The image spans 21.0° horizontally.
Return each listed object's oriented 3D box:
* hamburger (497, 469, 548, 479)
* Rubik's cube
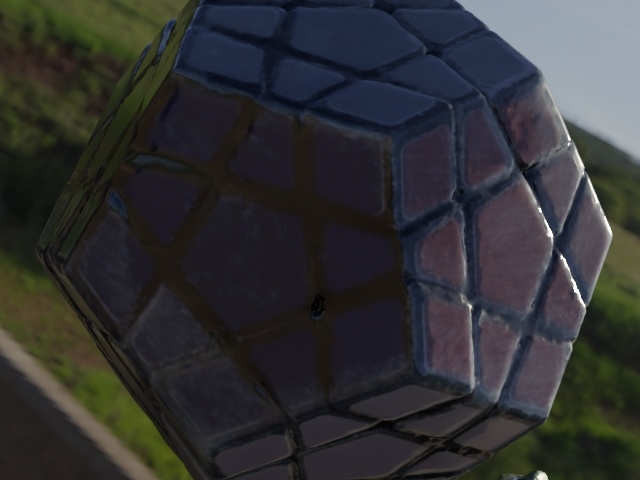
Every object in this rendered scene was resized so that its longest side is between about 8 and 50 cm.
[{"bbox_3d":[0.096,0.154,0.644,0.062,0.140,0.133,-11,-14,4],"label":"hamburger"},{"bbox_3d":[0.000,0.000,0.966,0.319,0.319,0.264,30,12,11],"label":"Rubik's cube"}]
